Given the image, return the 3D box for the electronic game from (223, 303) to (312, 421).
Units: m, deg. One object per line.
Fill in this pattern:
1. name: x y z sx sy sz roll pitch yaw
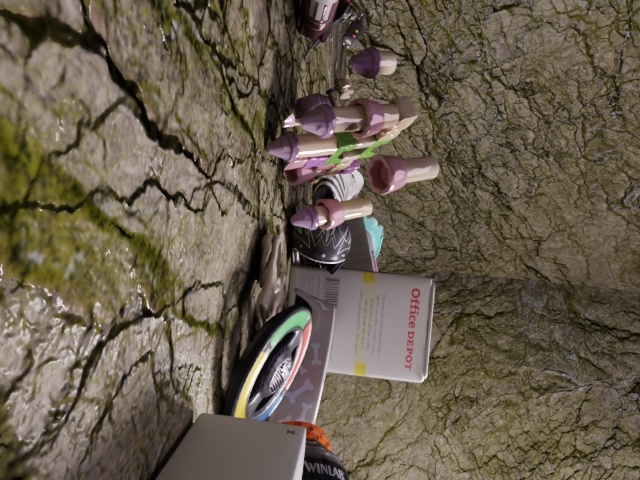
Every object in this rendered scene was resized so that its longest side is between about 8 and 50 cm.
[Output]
1. electronic game: -0.078 0.210 0.682 0.229 0.048 0.229 -52 155 -36

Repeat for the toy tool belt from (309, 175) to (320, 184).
1. toy tool belt: -0.031 -0.202 1.180 0.051 0.052 0.083 40 46 -45

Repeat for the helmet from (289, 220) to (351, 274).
1. helmet: 0.000 0.000 1.068 0.161 0.169 0.169 115 -13 -55

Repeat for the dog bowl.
1. dog bowl: -0.046 0.286 0.953 0.349 0.102 0.348 -167 -90 -90

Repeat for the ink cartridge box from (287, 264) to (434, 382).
1. ink cartridge box: 0.103 0.223 1.189 0.160 0.385 0.279 32 65 -84

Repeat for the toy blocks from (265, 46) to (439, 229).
1. toy blocks: 0.002 -0.191 0.799 0.288 0.260 0.309 -31 -106 61

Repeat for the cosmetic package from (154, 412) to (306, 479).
1. cosmetic package: -0.102 0.335 0.411 0.224 0.138 0.224 -55 152 -80

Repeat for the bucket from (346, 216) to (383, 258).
1. bucket: 0.111 0.017 1.754 0.281 0.281 0.183 86 20 -63

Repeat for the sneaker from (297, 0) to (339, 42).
1. sneaker: -0.007 -0.526 0.896 0.162 0.106 0.281 115 -13 -52

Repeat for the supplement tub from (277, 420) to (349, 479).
1. supplement tub: -0.035 0.477 0.654 0.338 0.207 0.207 -110 -162 -55

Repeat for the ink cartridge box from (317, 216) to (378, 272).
1. ink cartridge box: 0.087 0.096 1.320 0.069 0.176 0.371 -32 112 -68

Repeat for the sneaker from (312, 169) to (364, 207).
1. sneaker: 0.047 -0.181 1.620 0.447 0.169 0.257 49 55 -72

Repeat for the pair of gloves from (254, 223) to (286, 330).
1. pair of gloves: -0.096 0.106 0.781 0.240 0.042 0.204 94 1 -48

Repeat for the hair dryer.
1. hair dryer: 0.050 -0.567 0.969 0.223 0.080 0.293 19 -95 52
